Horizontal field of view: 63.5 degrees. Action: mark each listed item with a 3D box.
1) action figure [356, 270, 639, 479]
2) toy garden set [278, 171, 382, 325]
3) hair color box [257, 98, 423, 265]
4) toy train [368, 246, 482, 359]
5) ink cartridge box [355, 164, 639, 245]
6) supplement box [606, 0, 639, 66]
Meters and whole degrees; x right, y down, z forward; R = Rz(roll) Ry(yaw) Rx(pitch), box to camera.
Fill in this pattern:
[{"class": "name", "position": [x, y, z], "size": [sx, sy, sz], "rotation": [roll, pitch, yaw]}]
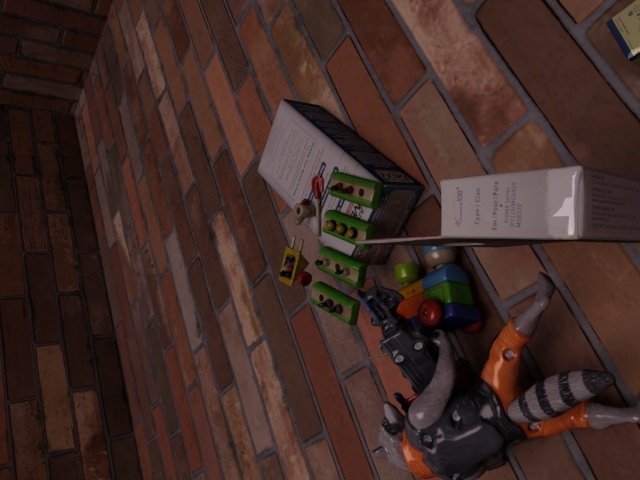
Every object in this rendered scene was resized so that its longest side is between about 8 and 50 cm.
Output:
[{"class": "action figure", "position": [0.185, 0.187, 0.666], "size": [0.341, 0.178, 0.330], "rotation": [45, 114, -6]}, {"class": "toy garden set", "position": [0.000, 0.000, 0.906], "size": [0.204, 0.049, 0.244], "rotation": [24, 110, 48]}, {"class": "hair color box", "position": [0.020, -0.119, 0.999], "size": [0.347, 0.105, 0.173], "rotation": [48, 127, 39]}, {"class": "toy train", "position": [0.145, 0.103, 0.865], "size": [0.248, 0.105, 0.143], "rotation": [-35, 49, 49]}, {"class": "ink cartridge box", "position": [0.233, -0.026, 0.593], "size": [0.261, 0.297, 0.066], "rotation": [-1, 88, 50]}, {"class": "supplement box", "position": [0.387, -0.240, 0.577], "size": [0.083, 0.083, 0.056], "rotation": [-36, 62, 44]}]
